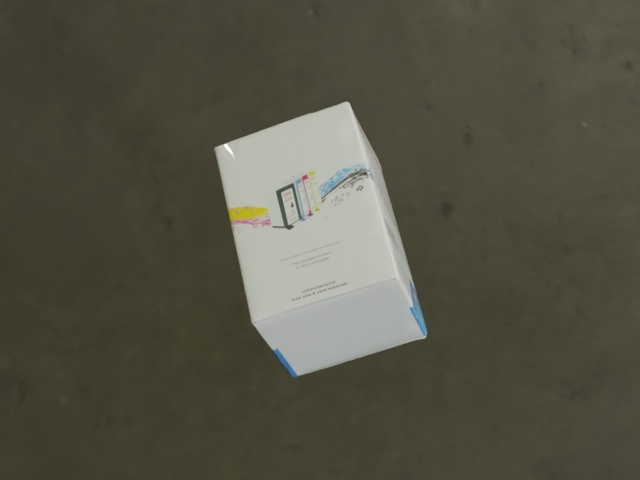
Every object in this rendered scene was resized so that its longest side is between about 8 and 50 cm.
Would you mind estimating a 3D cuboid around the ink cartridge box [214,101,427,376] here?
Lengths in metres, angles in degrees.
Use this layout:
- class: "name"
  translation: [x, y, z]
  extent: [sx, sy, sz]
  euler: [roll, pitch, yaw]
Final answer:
- class: "ink cartridge box"
  translation: [0.000, 0.000, 1.774]
  extent: [0.168, 0.171, 0.233]
  euler: [-18, 61, 8]
